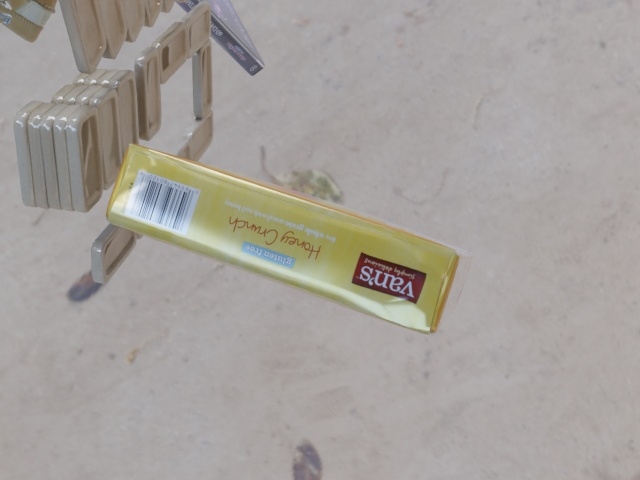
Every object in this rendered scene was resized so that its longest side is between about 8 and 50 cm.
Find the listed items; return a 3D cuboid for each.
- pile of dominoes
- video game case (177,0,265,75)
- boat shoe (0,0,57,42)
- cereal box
[{"bbox_3d":[-0.126,-0.108,0.642,0.040,0.196,0.251,7,30,8],"label":"pile of dominoes"},{"bbox_3d":[-0.166,-0.313,1.059,0.026,0.274,0.196,-33,61,10],"label":"video game case"},{"bbox_3d":[-0.276,-0.198,0.694,0.190,0.068,0.072,26,100,13],"label":"boat shoe"},{"bbox_3d":[0.000,0.000,0.573,0.173,0.240,0.047,18,93,9],"label":"cereal box"}]
